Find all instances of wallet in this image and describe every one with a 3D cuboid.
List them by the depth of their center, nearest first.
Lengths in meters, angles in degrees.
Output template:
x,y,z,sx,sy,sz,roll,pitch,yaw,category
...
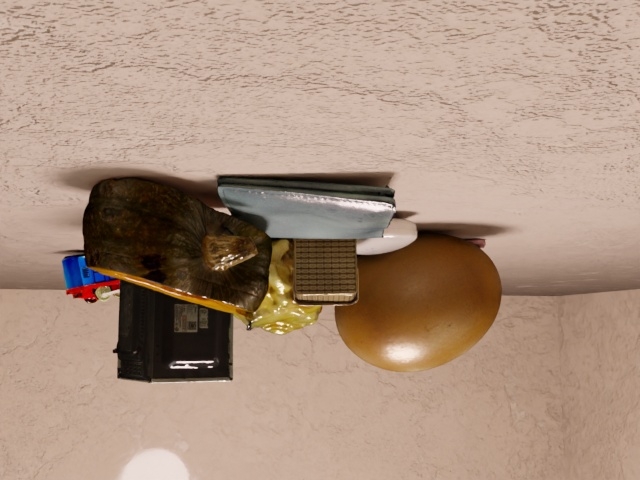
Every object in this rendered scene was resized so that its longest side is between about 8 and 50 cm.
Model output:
x,y,z,sx,sy,sz,roll,pitch,yaw,category
-0.020,-0.043,1.140,0.251,0.054,0.290,1,173,2,wallet

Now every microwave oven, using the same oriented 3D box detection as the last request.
x,y,z,sx,sy,sz,roll,pitch,yaw,category
-0.283,0.114,1.408,0.181,0.295,0.237,5,171,-29,microwave oven

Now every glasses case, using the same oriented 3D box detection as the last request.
x,y,z,sx,sy,sz,roll,pitch,yaw,category
0.104,-0.007,1.404,0.092,0.059,0.233,5,171,-18,glasses case

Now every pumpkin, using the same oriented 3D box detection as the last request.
x,y,z,sx,sy,sz,roll,pitch,yaw,category
-0.194,0.017,1.106,0.221,0.139,0.317,5,163,38,pumpkin

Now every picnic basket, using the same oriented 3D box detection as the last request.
x,y,z,sx,sy,sz,roll,pitch,yaw,category
0.008,0.031,1.307,0.115,0.164,0.079,-1,164,1,picnic basket

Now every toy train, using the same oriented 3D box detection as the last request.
x,y,z,sx,sy,sz,roll,pitch,yaw,category
-0.551,0.090,1.917,0.082,0.131,0.204,-13,178,37,toy train

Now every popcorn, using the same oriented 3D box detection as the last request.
x,y,z,sx,sy,sz,roll,pitch,yaw,category
-0.107,0.097,1.640,0.252,0.215,0.286,2,172,39,popcorn

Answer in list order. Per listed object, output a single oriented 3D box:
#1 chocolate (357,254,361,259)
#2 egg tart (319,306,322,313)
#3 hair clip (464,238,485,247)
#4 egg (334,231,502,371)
x,y,z,sx,sy,sz,roll,pitch,yaw,category
0.067,0.043,1.695,0.125,0.080,0.148,-14,179,26,chocolate
-0.086,0.133,2.042,0.215,0.171,0.215,-12,163,-3,egg tart
0.290,0.015,1.712,0.138,0.102,0.123,33,167,-3,hair clip
0.200,0.125,1.551,0.351,0.283,0.282,-21,168,11,egg
